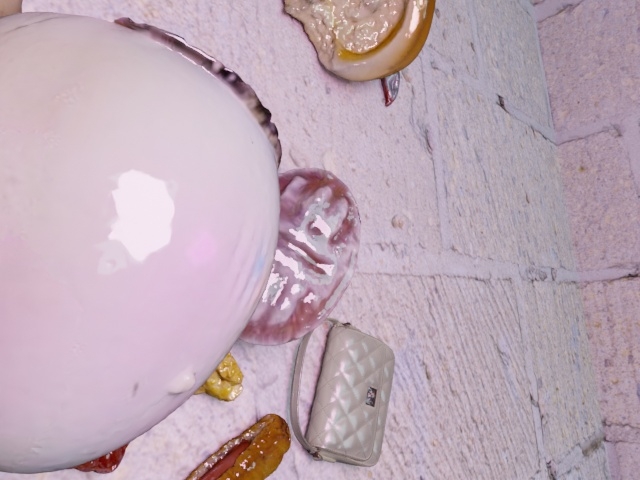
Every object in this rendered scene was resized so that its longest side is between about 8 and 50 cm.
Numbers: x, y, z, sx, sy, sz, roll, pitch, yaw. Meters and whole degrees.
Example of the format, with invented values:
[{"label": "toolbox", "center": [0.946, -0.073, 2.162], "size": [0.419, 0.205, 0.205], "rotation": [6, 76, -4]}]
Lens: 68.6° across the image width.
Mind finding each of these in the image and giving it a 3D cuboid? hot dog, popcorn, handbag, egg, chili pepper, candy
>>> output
[{"label": "hot dog", "center": [-0.144, 0.354, 0.668], "size": [0.289, 0.068, 0.083], "rotation": [-29, 108, -47]}, {"label": "popcorn", "center": [-0.155, 0.194, 0.700], "size": [0.084, 0.084, 0.084], "rotation": [14, 70, -43]}, {"label": "handbag", "center": [0.037, 0.275, 0.870], "size": [0.219, 0.079, 0.256], "rotation": [33, 56, -32]}, {"label": "egg", "center": [-0.223, 0.032, 0.446], "size": [0.354, 0.354, 0.339], "rotation": [30, 55, -38]}, {"label": "chili pepper", "center": [0.183, -0.423, 1.221], "size": [0.050, 0.041, 0.153], "rotation": [2, 75, -3]}, {"label": "candy", "center": [-0.057, 0.027, 0.744], "size": [0.214, 0.157, 0.289], "rotation": [32, 74, -2]}]

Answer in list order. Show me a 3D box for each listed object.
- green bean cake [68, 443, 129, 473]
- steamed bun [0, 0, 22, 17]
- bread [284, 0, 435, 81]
[{"label": "green bean cake", "center": [-0.285, 0.201, 0.567], "size": [0.135, 0.056, 0.135], "rotation": [33, 58, -35]}, {"label": "steamed bun", "center": [-0.445, -0.290, 0.393], "size": [0.372, 0.230, 0.325], "rotation": [64, 19, 1]}, {"label": "bread", "center": [0.072, -0.563, 1.040], "size": [0.245, 0.329, 0.424], "rotation": [-93, 161, -82]}]
